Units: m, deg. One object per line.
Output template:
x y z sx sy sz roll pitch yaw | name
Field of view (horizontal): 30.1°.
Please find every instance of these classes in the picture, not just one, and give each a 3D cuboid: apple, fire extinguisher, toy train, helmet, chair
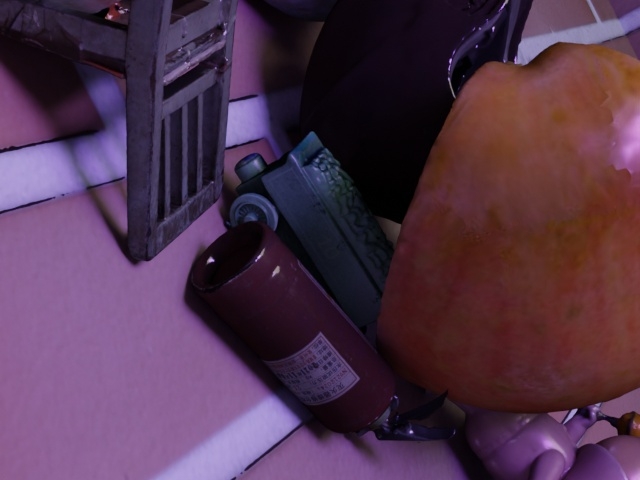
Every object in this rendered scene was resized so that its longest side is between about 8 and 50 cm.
0.184 -0.003 0.932 0.309 0.314 0.252 76 1 -71 | apple
0.011 0.082 0.883 0.231 0.099 0.071 48 35 -25 | fire extinguisher
0.000 0.000 0.934 0.172 0.099 0.070 57 30 -12 | toy train
0.085 -0.156 1.069 0.225 0.177 0.305 59 46 -66 | helmet
-0.142 -0.145 0.808 0.136 0.147 0.270 -51 155 -58 | chair

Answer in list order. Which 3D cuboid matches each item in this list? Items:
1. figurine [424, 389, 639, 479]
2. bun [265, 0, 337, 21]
0.222 0.206 1.078 0.287 0.186 0.176 57 -3 24 | figurine
-0.004 -0.390 1.147 0.362 0.211 0.362 42 34 -39 | bun
